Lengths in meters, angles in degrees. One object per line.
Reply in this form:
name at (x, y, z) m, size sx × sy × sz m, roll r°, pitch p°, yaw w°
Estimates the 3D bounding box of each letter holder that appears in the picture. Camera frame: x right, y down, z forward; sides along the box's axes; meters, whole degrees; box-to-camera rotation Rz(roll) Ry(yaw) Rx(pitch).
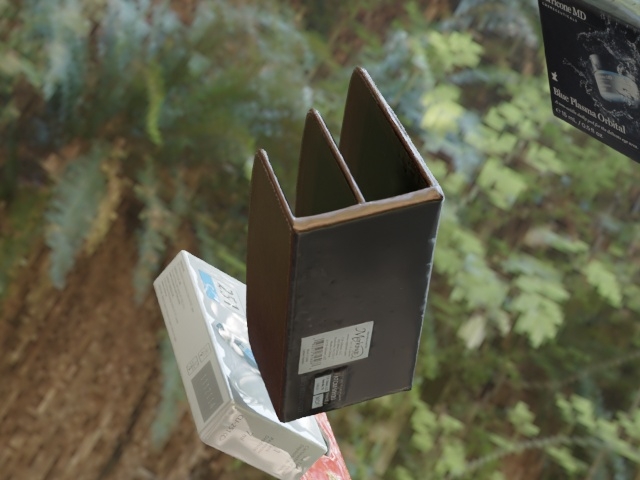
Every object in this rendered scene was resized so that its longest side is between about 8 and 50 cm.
letter holder at (0.000, 0.000, 1.686) m, size 0.302 × 0.152 × 0.214 m, roll 95°, pitch -25°, yaw -48°

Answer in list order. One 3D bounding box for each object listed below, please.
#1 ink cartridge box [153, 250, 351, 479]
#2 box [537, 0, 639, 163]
ink cartridge box at (-0.052, 0.166, 1.897) m, size 0.261 × 0.066 × 0.296 m, roll 32°, pitch 19°, yaw -32°
box at (0.281, -0.163, 1.477) m, size 0.156 × 0.093 × 0.158 m, roll 36°, pitch -29°, yaw 43°
